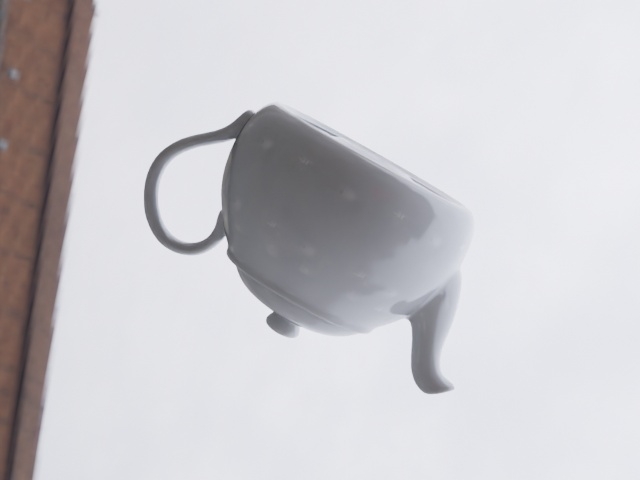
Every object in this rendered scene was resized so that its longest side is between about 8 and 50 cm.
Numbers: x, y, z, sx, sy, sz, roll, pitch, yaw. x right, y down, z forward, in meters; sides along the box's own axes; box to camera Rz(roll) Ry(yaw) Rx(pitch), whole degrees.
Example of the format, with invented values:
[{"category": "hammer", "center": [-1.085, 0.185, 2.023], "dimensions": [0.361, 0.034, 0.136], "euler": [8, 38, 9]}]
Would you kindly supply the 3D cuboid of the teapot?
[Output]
[{"category": "teapot", "center": [0.000, 0.000, 1.231], "dimensions": [0.256, 0.252, 0.187], "euler": [38, -79, 50]}]
